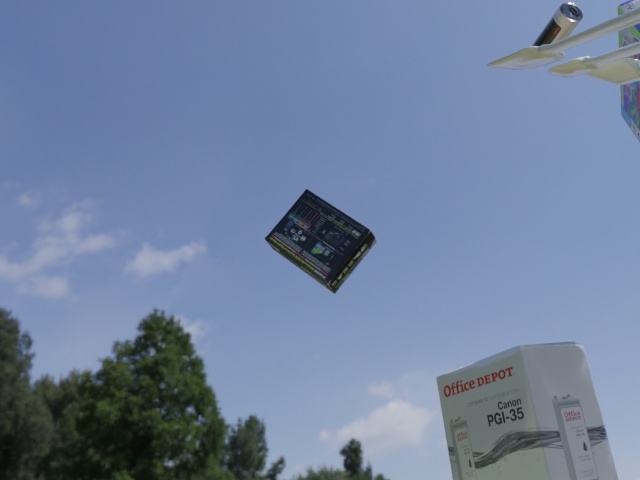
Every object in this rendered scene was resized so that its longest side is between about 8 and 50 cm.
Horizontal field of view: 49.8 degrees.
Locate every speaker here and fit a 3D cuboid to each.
[{"bbox_3d":[0.496,-0.436,1.459,0.055,0.055,0.136,7,-29,-12],"label":"speaker"}]

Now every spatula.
[{"bbox_3d":[0.291,-0.181,0.658,0.168,0.019,0.242,8,0,-15],"label":"spatula"}]

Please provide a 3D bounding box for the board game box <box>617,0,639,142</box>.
[{"bbox_3d":[0.532,-0.161,0.970,0.078,0.347,0.233,-20,-41,10],"label":"board game box"}]

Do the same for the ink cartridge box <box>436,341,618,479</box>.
[{"bbox_3d":[0.274,0.296,0.921,0.117,0.283,0.207,3,-23,-25],"label":"ink cartridge box"}]

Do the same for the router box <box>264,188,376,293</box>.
[{"bbox_3d":[0.000,0.000,0.921,0.122,0.092,0.038,35,-11,29],"label":"router box"}]
